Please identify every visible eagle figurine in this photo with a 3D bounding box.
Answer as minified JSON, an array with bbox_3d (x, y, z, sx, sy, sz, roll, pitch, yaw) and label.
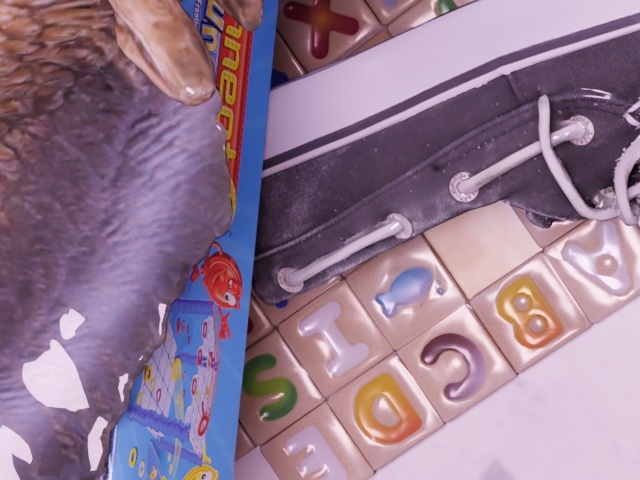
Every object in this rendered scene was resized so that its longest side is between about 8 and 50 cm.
[{"bbox_3d":[-0.132,-0.051,0.563,0.225,0.226,0.298,27,133,-9],"label":"eagle figurine"}]

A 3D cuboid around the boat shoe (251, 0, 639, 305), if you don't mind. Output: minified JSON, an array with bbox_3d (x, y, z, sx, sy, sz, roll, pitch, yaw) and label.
[{"bbox_3d":[0.092,-0.051,0.686,0.306,0.113,0.105,-21,96,18],"label":"boat shoe"}]

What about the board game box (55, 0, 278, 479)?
[{"bbox_3d":[-0.175,-0.012,0.709,0.308,0.086,0.302,2,82,29],"label":"board game box"}]

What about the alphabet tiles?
[{"bbox_3d":[0.000,0.000,0.774,0.237,0.009,0.198,-36,86,14],"label":"alphabet tiles"}]
